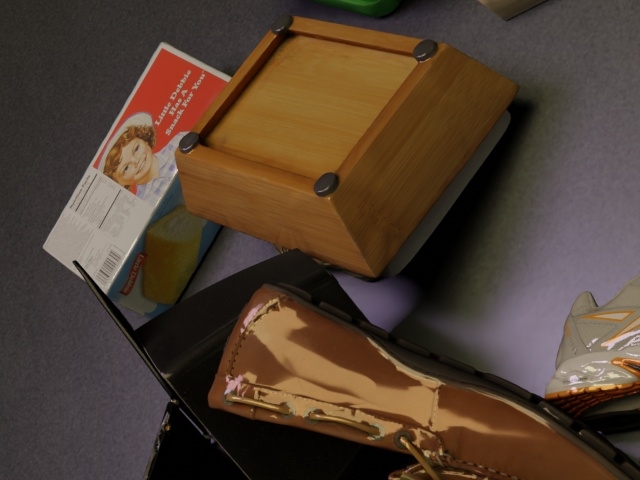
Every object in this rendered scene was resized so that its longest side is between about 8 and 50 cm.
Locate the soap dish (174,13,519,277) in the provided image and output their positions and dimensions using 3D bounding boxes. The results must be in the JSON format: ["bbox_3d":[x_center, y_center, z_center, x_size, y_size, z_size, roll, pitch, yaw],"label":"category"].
[{"bbox_3d":[0.012,-0.098,1.624,0.291,0.118,0.229,19,66,48],"label":"soap dish"}]

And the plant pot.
[{"bbox_3d":[-0.033,0.113,1.518,0.167,0.187,0.188,-40,15,-4],"label":"plant pot"}]

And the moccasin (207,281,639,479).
[{"bbox_3d":[0.090,0.164,1.333,0.380,0.139,0.147,24,85,9],"label":"moccasin"}]

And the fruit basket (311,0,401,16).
[{"bbox_3d":[-0.005,-0.433,1.801,0.283,0.392,0.392,15,77,12],"label":"fruit basket"}]

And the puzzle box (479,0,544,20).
[{"bbox_3d":[0.255,-0.437,1.661,0.272,0.052,0.409,-25,52,34],"label":"puzzle box"}]

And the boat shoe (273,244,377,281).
[{"bbox_3d":[0.000,0.002,1.670,0.153,0.048,0.056,21,84,48],"label":"boat shoe"}]

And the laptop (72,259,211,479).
[{"bbox_3d":[-0.186,0.184,1.593,0.137,0.234,0.264,16,77,9],"label":"laptop"}]

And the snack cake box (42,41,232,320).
[{"bbox_3d":[-0.169,-0.063,1.843,0.152,0.089,0.264,32,91,50],"label":"snack cake box"}]

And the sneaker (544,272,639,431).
[{"bbox_3d":[0.286,0.062,1.323,0.262,0.099,0.121,-15,54,38],"label":"sneaker"}]
